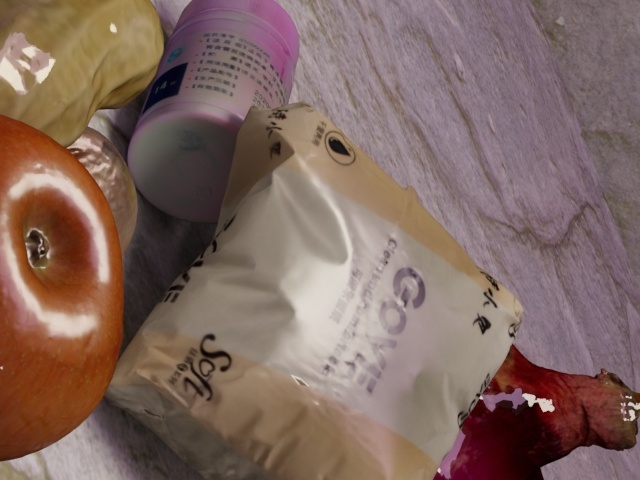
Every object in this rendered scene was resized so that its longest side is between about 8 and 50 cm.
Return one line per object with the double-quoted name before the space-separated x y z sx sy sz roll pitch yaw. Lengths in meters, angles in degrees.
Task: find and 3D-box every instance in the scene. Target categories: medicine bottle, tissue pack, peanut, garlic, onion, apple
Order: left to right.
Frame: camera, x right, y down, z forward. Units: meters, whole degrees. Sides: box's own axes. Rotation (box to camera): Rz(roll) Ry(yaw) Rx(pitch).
"apple" -0.268 0.033 1.401 0.251 0.206 0.272 39 42 -53
"peanut" -0.248 -0.169 1.598 0.174 0.158 0.340 52 39 -8
"garlic" -0.232 -0.027 1.726 0.128 0.090 0.198 -61 141 -40
"medicine bottle" -0.112 -0.153 1.992 0.254 0.152 0.152 -78 147 -51
"tissue pack" 0.000 0.106 1.848 0.390 0.195 0.376 39 66 -22
"onion" 0.171 0.209 2.118 0.398 0.420 0.398 43 34 -39
